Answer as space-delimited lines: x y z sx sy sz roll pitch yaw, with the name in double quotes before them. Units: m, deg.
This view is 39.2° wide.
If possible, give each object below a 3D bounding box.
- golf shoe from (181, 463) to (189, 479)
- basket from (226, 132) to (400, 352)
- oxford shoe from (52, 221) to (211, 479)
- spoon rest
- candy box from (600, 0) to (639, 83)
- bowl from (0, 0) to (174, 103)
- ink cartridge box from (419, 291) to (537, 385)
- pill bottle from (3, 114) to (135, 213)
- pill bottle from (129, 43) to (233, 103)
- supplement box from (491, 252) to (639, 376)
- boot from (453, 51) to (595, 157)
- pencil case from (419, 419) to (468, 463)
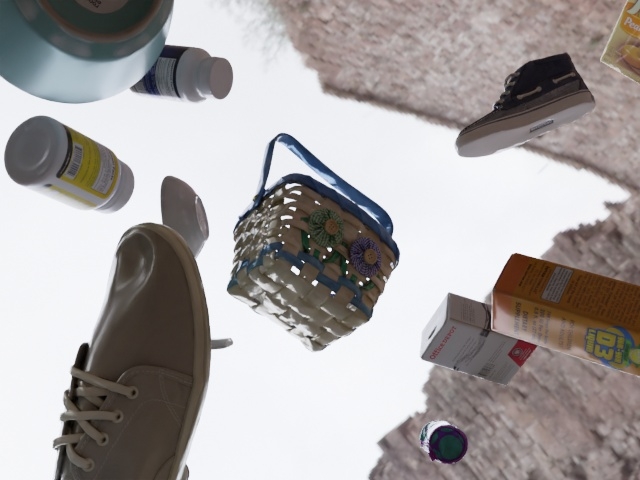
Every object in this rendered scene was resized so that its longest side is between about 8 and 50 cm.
"golf shoe" -0.263 0.325 1.255 0.198 0.094 0.077 17 -99 -33
"basket" 0.000 0.000 1.345 0.255 0.201 0.289 35 -141 -22
"oxford shoe" -0.230 0.200 1.014 0.130 0.169 0.449 12 -92 -51
"spoon rest" -0.204 0.036 1.368 0.137 0.084 0.276 23 -127 -83
"candy box" 0.621 -0.389 1.536 0.183 0.316 0.087 36 -115 17
"bowl" -0.321 -0.348 1.213 0.312 0.163 0.311 -1 -87 -29
"ink cartridge box" 0.243 0.153 1.395 0.151 0.109 0.063 18 -138 -9
"pill bottle" -0.406 -0.117 1.482 0.119 0.119 0.208 60 -168 25
"pill bottle" -0.234 -0.278 1.502 0.169 0.094 0.094 12 -153 27
"supplement box" 0.323 0.091 1.060 0.234 0.078 0.080 14 -135 24
"boot" 0.253 -0.176 1.172 0.190 0.069 0.086 -19 -112 -2
"pencil case" 0.205 0.337 1.507 0.064 0.070 0.151 62 177 9
